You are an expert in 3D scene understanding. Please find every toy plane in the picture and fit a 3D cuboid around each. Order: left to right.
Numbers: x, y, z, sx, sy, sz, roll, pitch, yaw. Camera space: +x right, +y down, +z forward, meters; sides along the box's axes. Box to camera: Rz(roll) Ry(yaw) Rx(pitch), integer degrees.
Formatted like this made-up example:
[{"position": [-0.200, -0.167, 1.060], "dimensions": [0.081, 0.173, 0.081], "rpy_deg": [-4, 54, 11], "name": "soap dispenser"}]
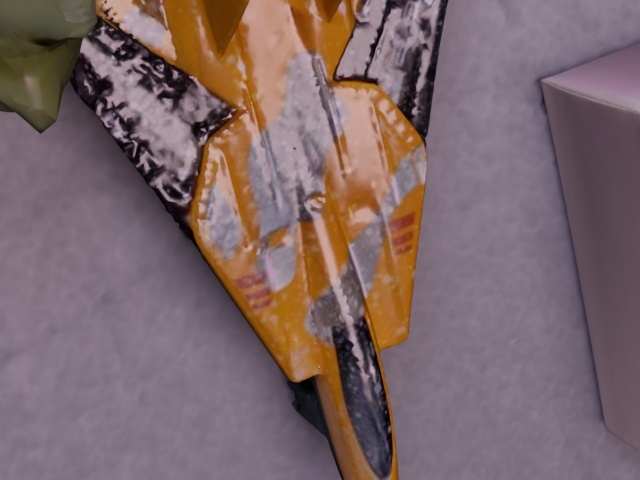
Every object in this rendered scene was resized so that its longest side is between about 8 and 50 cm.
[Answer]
[{"position": [-0.005, -0.004, 0.872], "dimensions": [0.204, 0.103, 0.316], "rpy_deg": [-20, 119, -19], "name": "toy plane"}]

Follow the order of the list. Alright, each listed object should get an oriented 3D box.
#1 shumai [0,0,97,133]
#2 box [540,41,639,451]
[{"position": [-0.203, -0.144, 0.610], "dimensions": [0.348, 0.395, 0.395], "rpy_deg": [17, 97, -50], "name": "shumai"}, {"position": [0.255, -0.020, 0.988], "dimensions": [0.252, 0.106, 0.203], "rpy_deg": [-23, 114, -21], "name": "box"}]
